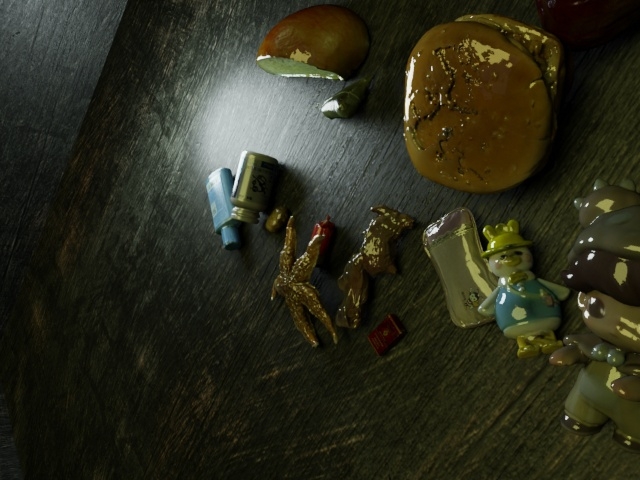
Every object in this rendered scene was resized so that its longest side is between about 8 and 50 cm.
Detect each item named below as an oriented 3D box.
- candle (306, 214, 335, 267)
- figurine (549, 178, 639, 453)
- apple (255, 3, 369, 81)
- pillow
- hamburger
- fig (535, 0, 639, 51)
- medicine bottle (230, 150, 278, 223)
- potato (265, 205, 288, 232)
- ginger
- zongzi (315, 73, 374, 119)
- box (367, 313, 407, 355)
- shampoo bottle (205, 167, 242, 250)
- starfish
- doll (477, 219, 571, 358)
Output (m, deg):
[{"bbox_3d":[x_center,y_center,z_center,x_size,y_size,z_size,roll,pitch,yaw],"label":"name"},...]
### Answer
[{"bbox_3d":[0.000,0.000,1.307,0.052,0.052,0.130,21,96,45],"label":"candle"},{"bbox_3d":[0.454,0.113,0.750,0.248,0.203,0.380,25,111,51],"label":"figurine"},{"bbox_3d":[-0.037,-0.513,1.403,0.346,0.254,0.179,22,137,45],"label":"apple"},{"bbox_3d":[0.275,0.054,1.033,0.131,0.038,0.232,-33,62,38],"label":"pillow"},{"bbox_3d":[0.286,-0.241,0.953,0.284,0.174,0.304,24,131,40],"label":"hamburger"},{"bbox_3d":[0.483,-0.436,0.843,0.290,0.191,0.190,-27,63,39],"label":"fig"},{"bbox_3d":[-0.190,-0.147,1.486,0.107,0.107,0.191,16,93,45],"label":"medicine bottle"},{"bbox_3d":[-0.117,-0.056,1.442,0.083,0.040,0.051,-49,42,24],"label":"potato"},{"bbox_3d":[0.110,0.062,1.179,0.122,0.084,0.290,29,100,20],"label":"ginger"},{"bbox_3d":[0.060,-0.365,1.342,0.130,0.062,0.154,-56,29,-8],"label":"zongzi"},{"bbox_3d":[0.142,0.203,1.142,0.082,0.023,0.051,-51,52,25],"label":"box"},{"bbox_3d":[-0.287,-0.090,1.601,0.104,0.061,0.258,-35,58,34],"label":"shampoo bottle"},{"bbox_3d":[-0.051,0.100,1.277,0.299,0.060,0.302,27,121,52],"label":"starfish"},{"bbox_3d":[0.344,0.080,0.920,0.135,0.099,0.240,-29,64,41],"label":"doll"}]
